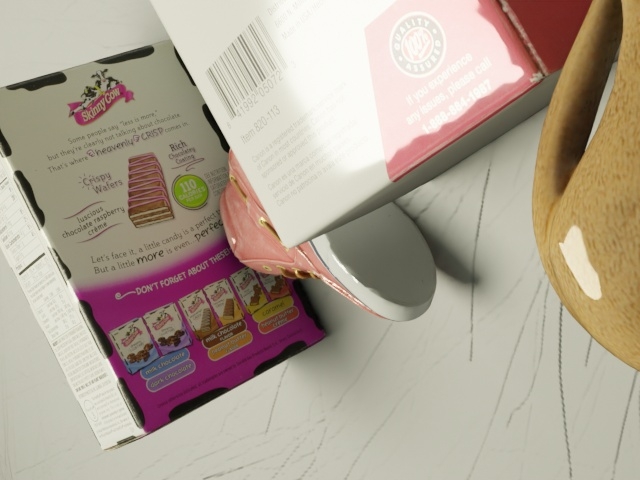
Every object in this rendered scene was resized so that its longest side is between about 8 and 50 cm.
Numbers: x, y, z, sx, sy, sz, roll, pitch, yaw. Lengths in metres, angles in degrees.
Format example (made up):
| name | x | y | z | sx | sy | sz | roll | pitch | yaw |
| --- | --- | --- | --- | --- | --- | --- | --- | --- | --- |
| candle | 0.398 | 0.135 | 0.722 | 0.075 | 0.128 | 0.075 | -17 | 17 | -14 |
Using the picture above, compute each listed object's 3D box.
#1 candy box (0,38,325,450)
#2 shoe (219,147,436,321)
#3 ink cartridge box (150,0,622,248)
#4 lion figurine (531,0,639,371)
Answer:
| name | x | y | z | sx | sy | sz | roll | pitch | yaw |
| --- | --- | --- | --- | --- | --- | --- | --- | --- | --- |
| candy box | -0.120 | -0.002 | 0.772 | 0.071 | 0.159 | 0.233 | -28 | 87 | 50 |
| shoe | 0.000 | 0.000 | 0.718 | 0.178 | 0.063 | 0.081 | 48 | 141 | 27 |
| ink cartridge box | 0.005 | -0.169 | 0.572 | 0.207 | 0.117 | 0.283 | -33 | 85 | 52 |
| lion figurine | 0.192 | 0.036 | 0.389 | 0.392 | 0.142 | 0.240 | 43 | 107 | 35 |
